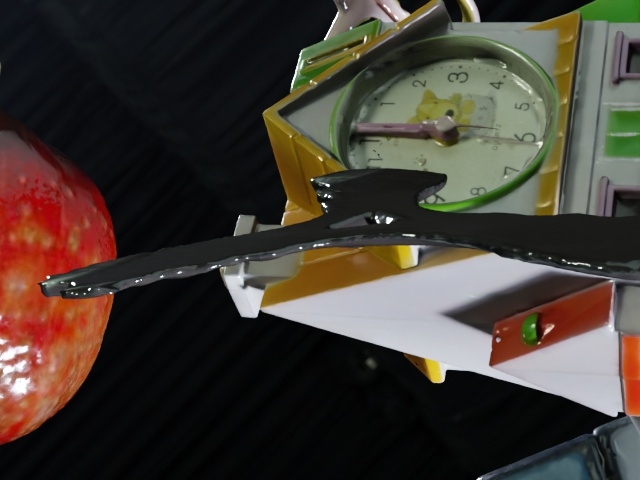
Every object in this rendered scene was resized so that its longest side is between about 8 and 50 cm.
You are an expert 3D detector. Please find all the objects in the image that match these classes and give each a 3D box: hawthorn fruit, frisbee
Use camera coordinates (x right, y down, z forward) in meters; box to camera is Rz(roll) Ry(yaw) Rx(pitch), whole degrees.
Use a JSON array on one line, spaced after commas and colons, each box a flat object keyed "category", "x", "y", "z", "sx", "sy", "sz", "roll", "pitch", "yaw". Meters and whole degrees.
[{"category": "hawthorn fruit", "x": -0.228, "y": 0.007, "z": 0.914, "sx": 0.215, "sy": 0.250, "sz": 0.215, "roll": 11, "pitch": 173, "yaw": 1}, {"category": "frisbee", "x": 0.000, "y": 0.000, "z": 0.489, "sx": 0.211, "sy": 0.187, "sz": 0.012, "roll": -155, "pitch": 57, "yaw": -67}]

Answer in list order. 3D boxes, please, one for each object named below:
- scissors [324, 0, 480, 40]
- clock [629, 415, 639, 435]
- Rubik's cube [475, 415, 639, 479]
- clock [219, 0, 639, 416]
[{"category": "scissors", "x": 0.025, "y": -0.213, "z": 1.199, "sx": 0.317, "sy": 0.160, "sz": 0.024, "roll": 40, "pitch": -179, "yaw": -35}, {"category": "clock", "x": 0.316, "y": 0.079, "z": 0.946, "sx": 0.116, "sy": 0.262, "sz": 0.231, "roll": 17, "pitch": -142, "yaw": -40}, {"category": "Rubik's cube", "x": 0.370, "y": 0.327, "z": 1.184, "sx": 0.362, "sy": 0.363, "sz": 0.359, "roll": 35, "pitch": -147, "yaw": -52}, {"category": "clock", "x": 0.101, "y": -0.030, "z": 0.840, "sx": 0.309, "sy": 0.235, "sz": 0.166, "roll": 2, "pitch": 144, "yaw": 16}]
